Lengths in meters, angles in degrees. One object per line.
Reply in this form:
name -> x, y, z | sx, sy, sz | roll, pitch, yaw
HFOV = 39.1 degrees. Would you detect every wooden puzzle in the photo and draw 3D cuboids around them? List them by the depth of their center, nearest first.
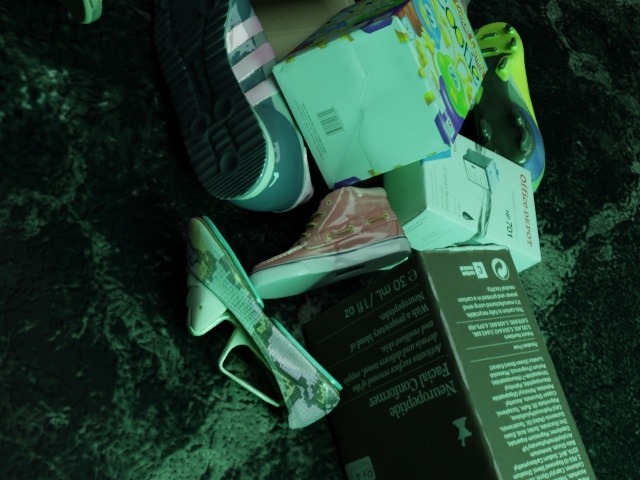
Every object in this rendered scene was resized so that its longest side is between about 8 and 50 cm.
wooden puzzle -> -0.057, -0.322, 1.103 | 0.221, 0.044, 0.239 | -20, 84, -46

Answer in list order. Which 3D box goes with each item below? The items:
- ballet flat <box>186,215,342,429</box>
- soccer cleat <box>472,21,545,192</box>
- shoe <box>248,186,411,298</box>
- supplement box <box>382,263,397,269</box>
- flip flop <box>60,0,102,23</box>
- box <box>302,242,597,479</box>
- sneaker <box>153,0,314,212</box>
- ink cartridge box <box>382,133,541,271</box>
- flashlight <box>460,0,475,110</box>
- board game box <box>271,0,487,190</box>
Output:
ballet flat -> -0.071, 0.082, 0.829 | 0.079, 0.077, 0.221 | -38, 93, -11
soccer cleat -> 0.257, -0.188, 1.275 | 0.121, 0.093, 0.289 | 54, 28, -49
shoe -> 0.000, 0.000, 0.915 | 0.178, 0.063, 0.081 | -15, 72, -19
supplement box -> 0.042, 0.001, 0.994 | 0.098, 0.036, 0.062 | -1, 67, -39
flip flop -> -0.314, -0.300, 0.830 | 0.277, 0.112, 0.080 | 44, 71, -15
box -> 0.133, 0.215, 0.838 | 0.143, 0.191, 0.381 | -3, 67, -41
sneaker -> -0.089, -0.170, 0.955 | 0.131, 0.112, 0.319 | 22, 50, -56
ink cartridge box -> 0.171, -0.047, 1.103 | 0.190, 0.082, 0.140 | 20, 54, -29
flashlight -> 0.177, -0.316, 1.251 | 0.103, 0.103, 0.304 | 26, 50, -25
board game box -> 0.078, -0.189, 0.994 | 0.144, 0.142, 0.275 | 63, 26, -17
